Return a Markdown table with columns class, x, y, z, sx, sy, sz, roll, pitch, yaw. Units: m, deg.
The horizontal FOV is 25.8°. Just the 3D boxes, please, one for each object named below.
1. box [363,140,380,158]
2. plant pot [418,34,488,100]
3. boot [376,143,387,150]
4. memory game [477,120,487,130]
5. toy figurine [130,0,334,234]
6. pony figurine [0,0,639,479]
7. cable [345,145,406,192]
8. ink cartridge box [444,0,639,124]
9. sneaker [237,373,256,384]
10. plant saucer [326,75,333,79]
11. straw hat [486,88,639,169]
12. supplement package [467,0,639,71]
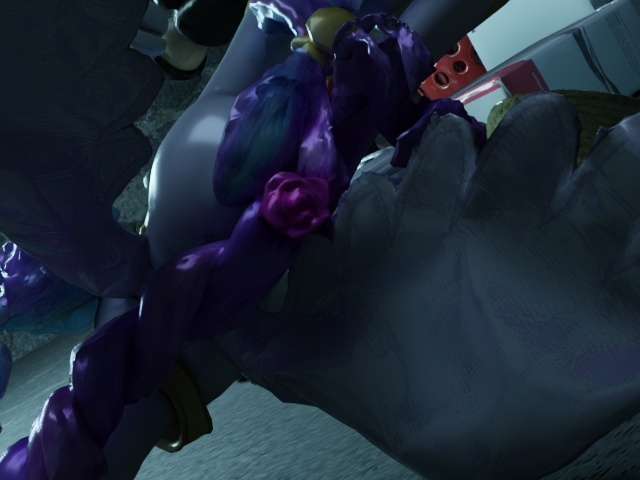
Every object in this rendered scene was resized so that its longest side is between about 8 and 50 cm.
| class | x | y | z | sx | sy | sz | roll | pitch | yaw |
| --- | --- | --- | --- | --- | --- | --- | --- | --- | --- |
| box | -0.046 | -0.038 | 1.584 | 0.191 | 0.143 | 0.381 | -31 | 7 | -7 |
| plant pot | 0.208 | -0.228 | 1.789 | 0.191 | 0.174 | 0.191 | -30 | 6 | 3 |
| boot | -0.021 | -0.046 | 1.876 | 0.258 | 0.095 | 0.123 | -23 | -4 | -24 |
| memory game | 0.155 | -0.084 | 1.106 | 0.186 | 0.012 | 0.186 | -2 | 9 | 0 |
| toy figurine | -0.098 | -0.109 | 1.153 | 0.148 | 0.213 | 0.209 | -36 | 2 | 45 |
| pony figurine | -0.033 | -0.007 | 0.550 | 0.363 | 0.303 | 0.351 | -57 | -4 | -48 |
| cable | 0.000 | 0.000 | 1.192 | 0.257 | 0.089 | 0.257 | -31 | 5 | -11 |
| ink cartridge box | 0.214 | -0.142 | 1.387 | 0.218 | 0.092 | 0.158 | -35 | 7 | -35 |
| sneaker | -0.039 | 0.066 | 0.989 | 0.058 | 0.052 | 0.135 | -27 | 4 | -15 |
| plant saucer | -0.063 | -0.118 | 1.477 | 0.278 | 0.041 | 0.278 | -30 | 4 | 2 |
| straw hat | 0.134 | -0.011 | 0.652 | 0.144 | 0.144 | 0.061 | -19 | 50 | 66 |
| supplement package | 0.312 | -0.252 | 1.578 | 0.203 | 0.149 | 0.194 | -33 | 6 | -33 |
